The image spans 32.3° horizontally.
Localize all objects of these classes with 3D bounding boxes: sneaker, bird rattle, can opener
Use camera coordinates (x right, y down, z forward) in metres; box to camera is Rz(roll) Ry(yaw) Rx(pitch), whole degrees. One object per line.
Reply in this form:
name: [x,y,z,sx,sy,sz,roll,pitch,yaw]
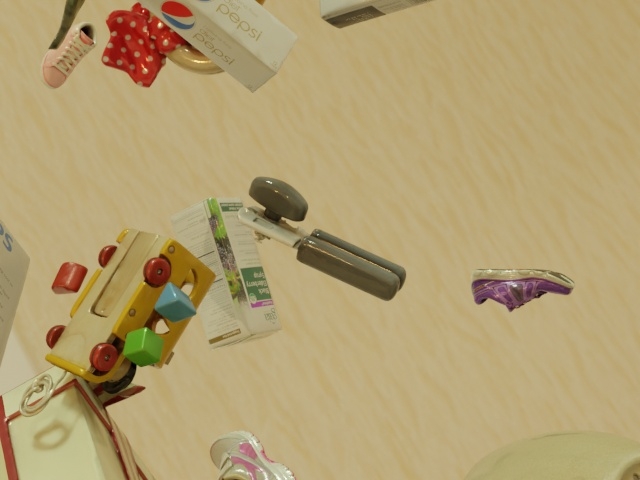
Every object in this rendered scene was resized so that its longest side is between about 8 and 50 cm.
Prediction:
sneaker: [-0.147,0.429,2.024,0.111,0.102,0.252,-11,19,-31]
bird rattle: [-0.184,-0.314,1.525,0.253,0.207,0.143,-61,-15,13]
can opener: [0.000,0.000,1.664,0.074,0.280,0.093,-40,-23,-62]
sneaker: [0.324,0.080,1.769,0.170,0.071,0.068,-2,-2,30]
sneaker: [-0.425,-0.320,1.876,0.070,0.051,0.134,-12,47,47]

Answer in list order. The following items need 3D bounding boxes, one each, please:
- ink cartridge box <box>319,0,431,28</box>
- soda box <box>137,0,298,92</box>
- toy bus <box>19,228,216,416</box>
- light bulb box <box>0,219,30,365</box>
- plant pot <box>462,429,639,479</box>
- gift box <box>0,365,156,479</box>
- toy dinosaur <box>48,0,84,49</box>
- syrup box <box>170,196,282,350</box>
ink cartridge box: [0.076,-0.509,1.611,0.176,0.370,0.069,-10,-11,31]
soda box: [-0.139,-0.290,1.406,0.069,0.216,0.074,-29,29,54]
toy bus: [-0.194,0.089,1.132,0.202,0.191,0.104,-31,-49,19]
light bulb box: [-0.605,0.112,1.405,0.358,0.361,0.225,-18,-53,12]
plant pot: [0.303,0.318,1.166,0.284,0.284,0.191,-21,-18,-33]
gift box: [-0.268,0.297,1.148,0.276,0.258,0.255,-26,-55,-10]
toy dinosaur: [-0.198,-0.317,1.144,0.118,0.064,0.268,3,-64,-52]
syrup box: [-0.155,0.054,1.818,0.096,0.236,0.093,-24,-10,31]
